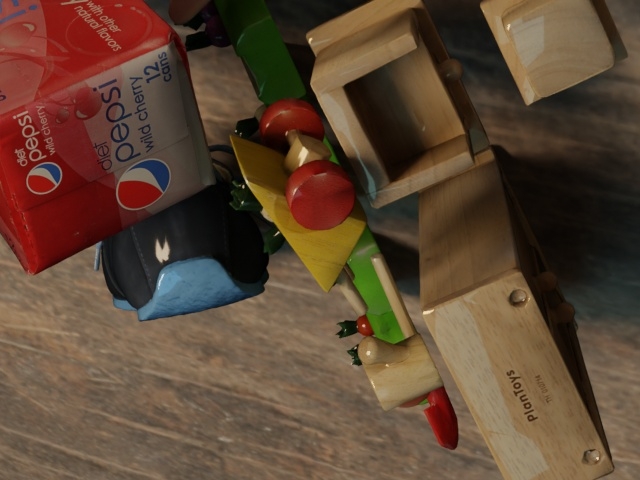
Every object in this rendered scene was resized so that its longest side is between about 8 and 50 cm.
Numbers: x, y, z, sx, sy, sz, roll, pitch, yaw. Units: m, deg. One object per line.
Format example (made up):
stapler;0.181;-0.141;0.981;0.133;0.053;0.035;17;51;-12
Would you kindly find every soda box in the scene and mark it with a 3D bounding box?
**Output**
soda box;-0.155;-0.102;0.612;0.263;0.092;0.083;44;153;39

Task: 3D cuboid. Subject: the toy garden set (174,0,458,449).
toy garden set;0.000;0.000;0.658;0.049;0.204;0.244;-25;125;2

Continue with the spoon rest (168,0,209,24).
spoon rest;-0.119;-0.225;0.589;0.276;0.084;0.137;50;136;-5

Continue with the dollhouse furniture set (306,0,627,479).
dollhouse furniture set;0.218;-0.042;0.612;0.355;0.174;0.303;-25;107;11

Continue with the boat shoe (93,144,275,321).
boat shoe;-0.068;-0.013;0.721;0.258;0.109;0.089;175;82;-75
